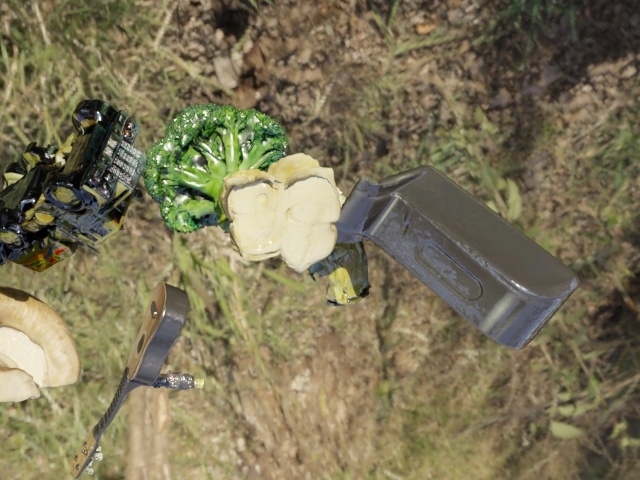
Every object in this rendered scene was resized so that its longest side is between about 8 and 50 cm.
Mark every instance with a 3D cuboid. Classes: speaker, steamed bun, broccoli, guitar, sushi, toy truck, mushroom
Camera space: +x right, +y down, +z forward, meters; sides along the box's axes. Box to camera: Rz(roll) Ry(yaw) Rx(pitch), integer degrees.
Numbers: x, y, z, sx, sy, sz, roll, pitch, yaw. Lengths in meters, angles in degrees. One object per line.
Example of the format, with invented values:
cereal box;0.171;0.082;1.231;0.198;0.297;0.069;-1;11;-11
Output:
speaker;0.223;0.035;1.488;0.184;0.388;0.180;-34;159;-54
steamed bun;-0.060;-0.042;1.347;0.177;0.106;0.192;-13;117;-4
broccoli;-0.179;-0.117;1.663;0.297;0.297;0.297;-21;135;-23
guitar;-0.230;0.176;1.042;0.038;0.084;0.271;24;101;-21
sushi;0.005;-0.002;1.741;0.131;0.291;0.139;-10;-169;37
toy truck;-0.283;-0.045;0.974;0.127;0.127;0.257;33;141;-26
mushroom;-0.453;0.135;1.149;0.285;0.151;0.156;2;-176;-45

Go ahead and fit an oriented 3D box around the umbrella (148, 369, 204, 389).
umbrella;-0.302;0.274;1.707;0.144;0.040;0.037;9;167;-17
